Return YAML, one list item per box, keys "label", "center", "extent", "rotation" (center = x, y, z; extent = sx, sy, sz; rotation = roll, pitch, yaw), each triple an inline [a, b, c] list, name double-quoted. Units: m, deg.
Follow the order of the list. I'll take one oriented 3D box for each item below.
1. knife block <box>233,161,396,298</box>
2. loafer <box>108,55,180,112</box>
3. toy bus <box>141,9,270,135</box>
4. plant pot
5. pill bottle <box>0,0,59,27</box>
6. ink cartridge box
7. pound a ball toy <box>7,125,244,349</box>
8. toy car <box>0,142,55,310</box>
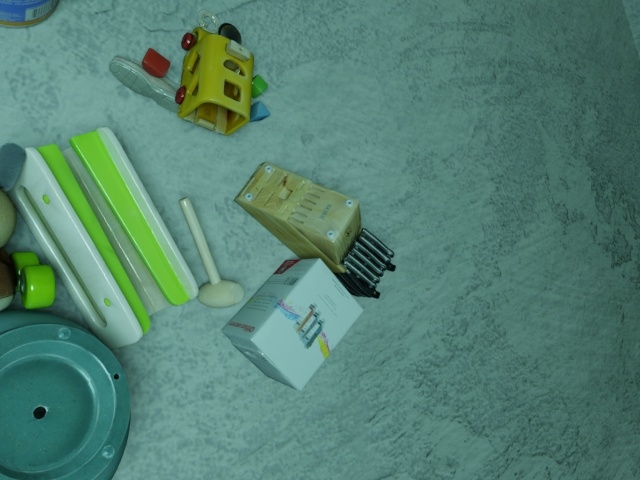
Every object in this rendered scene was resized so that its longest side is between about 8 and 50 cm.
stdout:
- label: "knife block"
  center: [0.000, 0.000, 0.914]
  extent: [0.276, 0.242, 0.088]
  rotation: [25, 67, 19]
- label: "loafer"
  center: [-0.265, -0.247, 0.781]
  extent: [0.125, 0.045, 0.039]
  rotation: [31, 55, -33]
- label: "toy bus"
  center: [-0.155, -0.271, 0.786]
  extent: [0.191, 0.104, 0.202]
  rotation: [-46, 111, -40]
- label: "plant pot"
  center: [-0.335, 0.201, 0.553]
  extent: [0.293, 0.196, 0.293]
  rotation: [28, 49, -37]
- label: "pill bottle"
  center: [-0.373, -0.374, 0.582]
  extent: [0.152, 0.272, 0.152]
  rotation: [2, 85, -31]
- label: "ink cartridge box"
  center: [-0.048, 0.135, 0.837]
  extent: [0.176, 0.128, 0.127]
  rotation: [-47, 111, -24]
- label: "pound a ball toy"
  center: [-0.277, 0.006, 0.723]
  extent: [0.208, 0.136, 0.319]
  rotation: [-42, 110, -53]
- label: "toy car"
  center: [-0.392, -0.019, 0.556]
  extent: [0.155, 0.149, 0.188]
  rotation: [-2, 102, -41]
